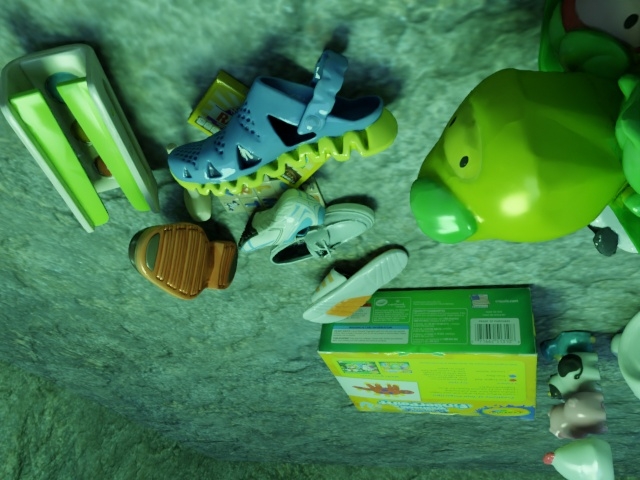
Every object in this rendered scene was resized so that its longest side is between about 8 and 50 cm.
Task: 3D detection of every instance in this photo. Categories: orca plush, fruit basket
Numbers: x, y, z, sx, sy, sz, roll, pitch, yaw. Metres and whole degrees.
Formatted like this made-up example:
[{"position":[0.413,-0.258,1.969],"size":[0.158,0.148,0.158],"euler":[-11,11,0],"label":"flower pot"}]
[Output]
[{"position":[0.478,-0.051,0.821],"size":[0.286,0.102,0.151],"euler":[10,102,-17],"label":"orca plush"},{"position":[0.254,-0.126,0.488],"size":[0.391,0.392,0.283],"euler":[0,145,14],"label":"fruit basket"}]

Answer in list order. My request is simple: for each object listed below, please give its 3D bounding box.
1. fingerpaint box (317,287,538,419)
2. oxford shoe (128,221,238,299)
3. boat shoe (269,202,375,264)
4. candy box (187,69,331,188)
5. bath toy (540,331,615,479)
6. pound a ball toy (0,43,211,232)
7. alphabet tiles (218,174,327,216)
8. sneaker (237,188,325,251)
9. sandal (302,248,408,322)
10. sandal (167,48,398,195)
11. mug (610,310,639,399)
[{"position":[0.264,0.271,1.238],"size":[0.444,0.163,0.371],"euler":[-4,142,20],"label":"fingerpaint box"},{"position":[-0.270,0.036,0.970],"size":[0.132,0.130,0.363],"euler":[10,173,10],"label":"oxford shoe"},{"position":[-0.001,0.000,0.970],"size":[0.227,0.081,0.079],"euler":[-16,138,33],"label":"boat shoe"},{"position":[-0.091,-0.163,0.812],"size":[0.205,0.027,0.105],"euler":[30,135,-22],"label":"candy box"},{"position":[0.543,0.363,1.138],"size":[0.128,0.348,0.152],"euler":[-7,127,25],"label":"bath toy"},{"position":[-0.316,-0.150,0.839],"size":[0.208,0.136,0.319],"euler":[-17,145,-6],"label":"pound a ball toy"},{"position":[-0.095,-0.082,0.957],"size":[0.198,0.009,0.237],"euler":[-3,143,18],"label":"alphabet tiles"},{"position":[-0.078,-0.020,0.943],"size":[0.086,0.085,0.237],"euler":[31,150,-23],"label":"sneaker"},{"position":[0.069,0.083,1.108],"size":[0.265,0.076,0.102],"euler":[-39,138,23],"label":"sandal"},{"position":[-0.063,-0.161,0.715],"size":[0.317,0.126,0.138],"euler":[-18,125,5],"label":"sandal"},{"position":[0.750,0.258,1.042],"size":[0.327,0.276,0.374],"euler":[24,174,-7],"label":"mug"}]
